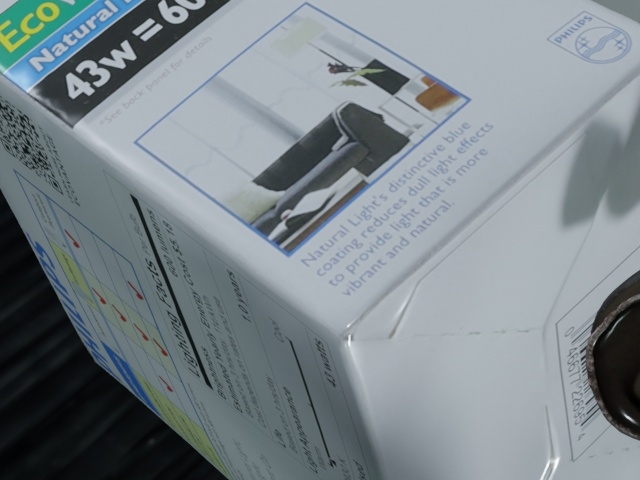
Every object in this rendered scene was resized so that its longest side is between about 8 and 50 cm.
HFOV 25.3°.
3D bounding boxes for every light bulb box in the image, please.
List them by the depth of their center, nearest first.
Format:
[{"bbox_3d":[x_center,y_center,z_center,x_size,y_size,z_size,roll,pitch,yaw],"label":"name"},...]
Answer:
[{"bbox_3d":[0.000,0.000,0.840,0.361,0.225,0.358,36,156,35],"label":"light bulb box"}]

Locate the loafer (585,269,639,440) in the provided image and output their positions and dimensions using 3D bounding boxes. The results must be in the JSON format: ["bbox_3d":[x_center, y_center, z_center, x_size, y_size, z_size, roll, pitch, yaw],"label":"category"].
[{"bbox_3d":[0.168,0.043,0.462,0.220,0.078,0.080,-8,108,49],"label":"loafer"}]
